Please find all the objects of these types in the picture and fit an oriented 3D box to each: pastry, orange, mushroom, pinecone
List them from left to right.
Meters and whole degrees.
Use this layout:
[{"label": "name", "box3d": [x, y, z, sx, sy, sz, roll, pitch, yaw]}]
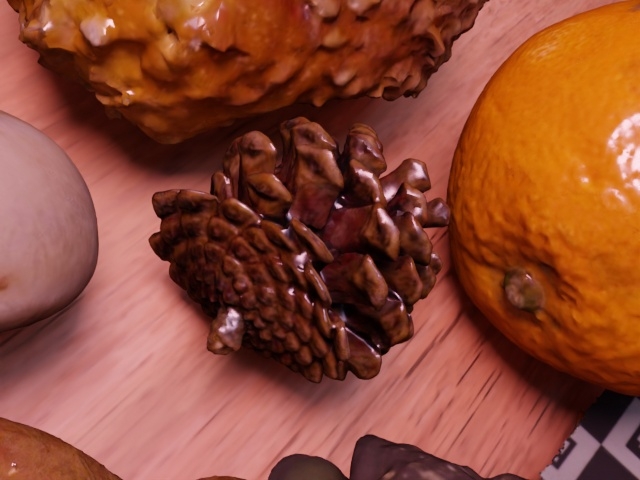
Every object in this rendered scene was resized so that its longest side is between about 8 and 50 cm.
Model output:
[{"label": "mushroom", "box3d": [-0.234, 0.022, 0.399, 0.207, 0.207, 0.215, 8, 95, -22]}, {"label": "pastry", "box3d": [-0.040, -0.269, 0.530, 0.405, 0.338, 0.292, -17, 35, -29]}, {"label": "pinecone", "box3d": [-0.001, 0.001, 0.514, 0.186, 0.168, 0.212, 53, 31, 0]}, {"label": "orange", "box3d": [0.251, -0.030, 0.567, 0.312, 0.312, 0.312, 11, 61, -20]}]

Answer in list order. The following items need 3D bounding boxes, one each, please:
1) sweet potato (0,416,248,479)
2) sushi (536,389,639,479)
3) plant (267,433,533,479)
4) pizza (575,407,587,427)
[{"label": "sweet potato", "box3d": [-0.144, 0.143, 0.393, 0.281, 0.059, 0.067, 37, 31, -43]}, {"label": "sushi", "box3d": [0.266, 0.329, 0.532, 0.343, 0.064, 0.359, 44, 59, 14]}, {"label": "plant", "box3d": [0.080, 0.228, 0.398, 0.276, 0.188, 0.199, 0, 55, 18]}, {"label": "pizza", "box3d": [0.239, 0.187, 0.626, 0.037, 0.016, 0.083, 11, 57, -19]}]
